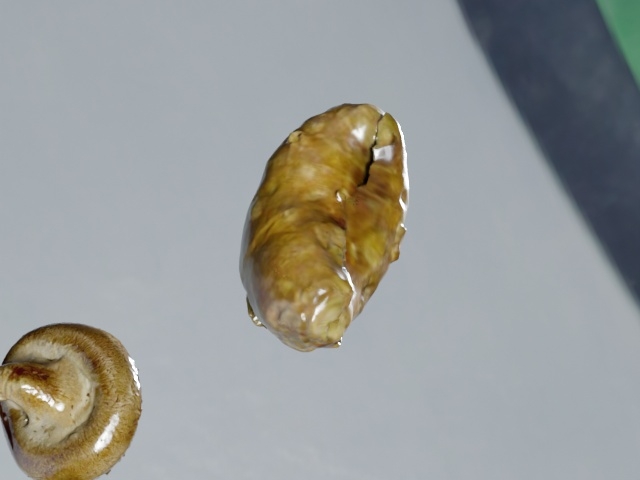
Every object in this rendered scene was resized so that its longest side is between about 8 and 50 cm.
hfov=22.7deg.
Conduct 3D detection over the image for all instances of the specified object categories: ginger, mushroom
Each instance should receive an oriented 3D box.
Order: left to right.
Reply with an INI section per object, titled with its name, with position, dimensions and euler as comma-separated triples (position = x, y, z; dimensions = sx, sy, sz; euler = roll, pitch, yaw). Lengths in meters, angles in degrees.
[mushroom]
position = -0.185, 0.117, 1.151
dimensions = 0.085, 0.109, 0.126
euler = 102, -21, -59
[ginger]
position = 0.000, 0.000, 1.662
dimensions = 0.172, 0.165, 0.321
euler = -47, -158, 46
